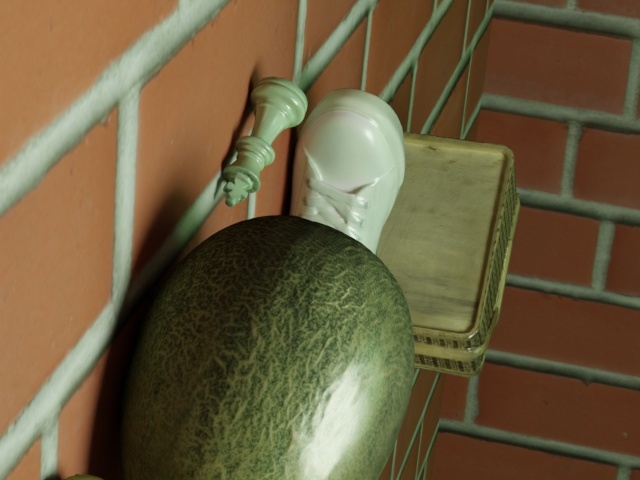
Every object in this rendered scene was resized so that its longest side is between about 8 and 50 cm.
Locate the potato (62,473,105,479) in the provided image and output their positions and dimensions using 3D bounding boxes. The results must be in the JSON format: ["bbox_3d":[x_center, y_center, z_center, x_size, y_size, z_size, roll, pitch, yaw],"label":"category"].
[{"bbox_3d":[-0.179,0.238,1.387,0.138,0.070,0.091,80,21,-61],"label":"potato"}]

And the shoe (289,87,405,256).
[{"bbox_3d":[0.008,0.000,2.025,0.363,0.132,0.160,95,16,-44],"label":"shoe"}]

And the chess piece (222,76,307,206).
[{"bbox_3d":[-0.062,-0.090,1.746,0.059,0.059,0.149,85,23,-55],"label":"chess piece"}]

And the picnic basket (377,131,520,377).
[{"bbox_3d":[0.145,0.026,2.488,0.175,0.228,0.312,70,31,-65],"label":"picnic basket"}]

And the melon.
[{"bbox_3d":[-0.048,0.135,1.525,0.248,0.249,0.329,74,32,-67],"label":"melon"}]
